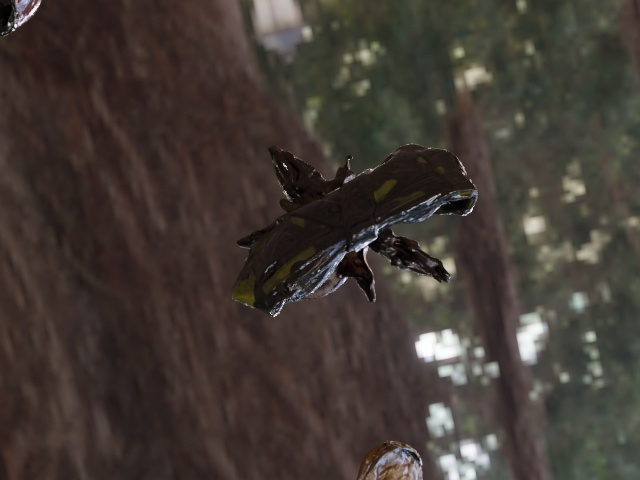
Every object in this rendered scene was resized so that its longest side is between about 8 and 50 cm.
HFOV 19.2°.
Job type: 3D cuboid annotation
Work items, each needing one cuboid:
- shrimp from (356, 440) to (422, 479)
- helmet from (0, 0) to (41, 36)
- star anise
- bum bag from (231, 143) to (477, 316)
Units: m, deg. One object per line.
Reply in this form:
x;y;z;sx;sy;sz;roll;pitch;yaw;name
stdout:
0.037;0.347;2.131;0.066;0.117;0.262;8;-112;48;shrimp
-0.234;-0.196;1.430;0.049;0.065;0.084;-31;176;-28;helmet
0.000;0.002;1.748;0.157;0.212;0.053;-34;157;-12;star anise
0.022;-0.010;1.650;0.232;0.060;0.107;-29;-146;-3;bum bag
